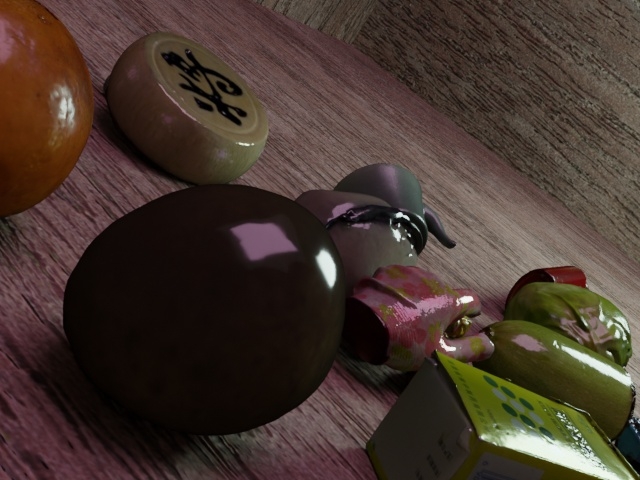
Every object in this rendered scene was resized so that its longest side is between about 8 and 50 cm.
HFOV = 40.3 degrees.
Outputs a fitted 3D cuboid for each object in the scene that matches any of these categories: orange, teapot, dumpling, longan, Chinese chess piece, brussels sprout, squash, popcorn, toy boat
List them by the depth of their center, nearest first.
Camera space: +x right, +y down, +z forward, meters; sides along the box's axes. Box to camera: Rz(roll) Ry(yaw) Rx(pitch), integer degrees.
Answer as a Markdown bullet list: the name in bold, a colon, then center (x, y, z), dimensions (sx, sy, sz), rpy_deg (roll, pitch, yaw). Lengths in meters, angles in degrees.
- **longan**: center (-0.096, 0.060, 0.757), dimensions (0.246, 0.246, 0.215), rpy_deg (26, 33, -22)
- **orange**: center (-0.355, -0.143, 0.815), dimensions (0.284, 0.226, 0.284), rpy_deg (25, 16, -7)
- **dumpling**: center (0.009, -0.010, 1.197), dimensions (0.293, 0.163, 0.204), rpy_deg (3, 38, -36)
- **squash**: center (0.313, 0.192, 1.236), dimensions (0.247, 0.132, 0.132), rpy_deg (26, 20, -19)
- **popcorn**: center (0.197, 0.109, 1.330), dimensions (0.084, 0.084, 0.084), rpy_deg (30, 18, -11)
- **Chinese chess piece**: center (-0.199, -0.200, 1.331), dimensions (0.257, 0.104, 0.257), rpy_deg (35, 29, -23)
- **toy boat**: center (0.554, 0.322, 1.361), dimensions (0.223, 0.097, 0.100), rpy_deg (22, 24, -28)
- **teapot**: center (0.094, -0.015, 1.395), dimensions (0.239, 0.162, 0.149), rpy_deg (0, 41, -16)
- **brussels sprout**: center (0.405, 0.152, 1.436), dimensions (0.223, 0.161, 0.223), rpy_deg (31, 11, -6)

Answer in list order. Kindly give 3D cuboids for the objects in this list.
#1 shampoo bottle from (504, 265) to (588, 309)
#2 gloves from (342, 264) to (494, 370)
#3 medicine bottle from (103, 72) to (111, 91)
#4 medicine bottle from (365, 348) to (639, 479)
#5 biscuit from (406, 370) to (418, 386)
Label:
- **shampoo bottle**: center (0.457, 0.103, 1.721), dimensions (0.076, 0.118, 0.314), rpy_deg (37, 18, 25)
- **gloves**: center (0.133, 0.094, 1.124), dimensions (0.145, 0.126, 0.241), rpy_deg (15, 23, 42)
- **medicine bottle**: center (-0.305, -0.235, 1.410), dimensions (0.083, 0.047, 0.047), rpy_deg (39, 19, 12)
- **medicine bottle**: center (0.192, 0.238, 0.901), dimensions (0.250, 0.141, 0.137), rpy_deg (24, 17, -27)
- **biscuit**: center (0.194, 0.224, 1.097), dimensions (0.212, 0.036, 0.212), rpy_deg (30, 18, -10)
